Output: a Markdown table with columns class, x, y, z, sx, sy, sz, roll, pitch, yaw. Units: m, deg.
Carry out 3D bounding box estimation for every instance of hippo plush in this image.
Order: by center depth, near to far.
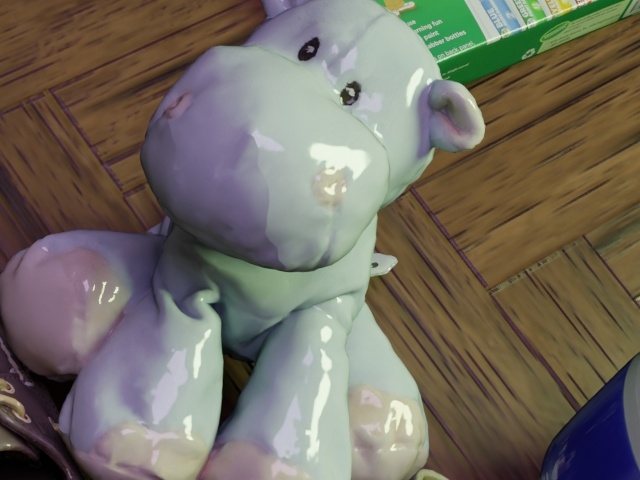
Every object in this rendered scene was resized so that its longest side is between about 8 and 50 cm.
| class | x | y | z | sx | sy | sz | roll | pitch | yaw |
| --- | --- | --- | --- | --- | --- | --- | --- | --- | --- |
| hippo plush | 0.000 | 0.000 | 1.044 | 0.234 | 0.236 | 0.294 | 44 | 43 | 11 |

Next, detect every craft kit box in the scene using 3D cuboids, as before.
| class | x | y | z | sx | sy | sz | roll | pitch | yaw |
| --- | --- | --- | --- | --- | --- | --- | --- | --- | --- |
| craft kit box | 0.079 | -0.229 | 1.351 | 0.250 | 0.061 | 0.246 | -24 | 68 | -28 |

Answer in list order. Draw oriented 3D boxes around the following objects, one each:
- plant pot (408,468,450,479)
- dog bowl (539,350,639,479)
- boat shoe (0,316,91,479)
| class | x | y | z | sx | sy | sz | roll | pitch | yaw |
| --- | --- | --- | --- | --- | --- | --- | --- | --- | --- |
| plant pot | 0.071 | 0.280 | 0.959 | 0.191 | 0.284 | 0.284 | -42 | 77 | 6 |
| dog bowl | 0.250 | 0.170 | 1.080 | 0.265 | 0.104 | 0.265 | 31 | 31 | -21 |
| boat shoe | -0.175 | 0.131 | 1.037 | 0.116 | 0.097 | 0.324 | -12 | 66 | -24 |
